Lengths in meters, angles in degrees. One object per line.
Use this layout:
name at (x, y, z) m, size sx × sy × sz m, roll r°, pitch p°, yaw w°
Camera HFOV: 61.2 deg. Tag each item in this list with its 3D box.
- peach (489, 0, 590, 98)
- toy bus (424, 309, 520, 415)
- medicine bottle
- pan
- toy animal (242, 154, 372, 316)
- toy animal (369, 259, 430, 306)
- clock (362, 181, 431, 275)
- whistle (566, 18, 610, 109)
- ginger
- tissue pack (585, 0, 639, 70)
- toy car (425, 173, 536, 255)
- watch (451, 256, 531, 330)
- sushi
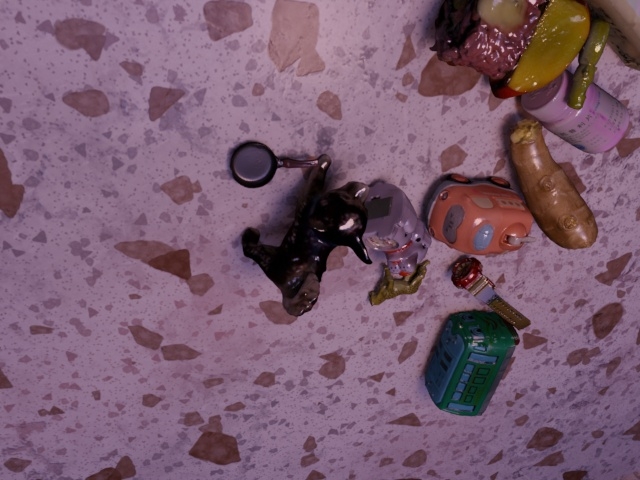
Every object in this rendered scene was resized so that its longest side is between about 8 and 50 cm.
peach at (0.501, -0.448, 1.245) m, size 0.154 × 0.159 × 0.267 m, roll 11°, pitch 129°, yaw -9°
toy bus at (0.471, 0.392, 1.748) m, size 0.199 × 0.183 × 0.343 m, roll 7°, pitch 118°, yaw -14°
medicine bottle at (0.642, -0.331, 1.370) m, size 0.254 × 0.152 × 0.152 m, roll 19°, pitch 113°, yaw -26°
pan at (-0.111, -0.186, 1.296) m, size 0.212 × 0.040 × 0.115 m, roll -5°, pitch 121°, yaw -6°
toy animal at (0.000, 0.000, 1.291) m, size 0.194 × 0.302 × 0.344 m, roll 33°, pitch 108°, yaw -34°
toy animal at (0.238, 0.127, 1.589) m, size 0.181 × 0.073 × 0.136 m, roll -12°, pitch 132°, yaw -24°
clock at (0.202, -0.014, 1.437) m, size 0.189 × 0.189 × 0.254 m, roll -40°, pitch 131°, yaw 10°
whistle at (0.601, -0.401, 1.231) m, size 0.057 × 0.104 × 0.198 m, roll 17°, pitch 104°, yaw 14°
ginger at (0.616, -0.149, 1.441) m, size 0.166 × 0.236 × 0.375 m, roll -14°, pitch 97°, yaw 29°
tissue pack at (0.753, -0.613, 1.195) m, size 0.405 × 0.205 × 0.332 m, roll 29°, pitch 109°, yaw -29°
toy car at (0.429, -0.052, 1.439) m, size 0.270 × 0.212 × 0.180 m, roll 2°, pitch 120°, yaw -18°
watch at (0.506, 0.157, 1.619) m, size 0.268 × 0.165 × 0.102 m, roll 36°, pitch 107°, yaw -29°
sushi at (0.359, -0.491, 1.140) m, size 0.171 × 0.236 × 0.270 m, roll 16°, pitch 114°, yaw -11°
